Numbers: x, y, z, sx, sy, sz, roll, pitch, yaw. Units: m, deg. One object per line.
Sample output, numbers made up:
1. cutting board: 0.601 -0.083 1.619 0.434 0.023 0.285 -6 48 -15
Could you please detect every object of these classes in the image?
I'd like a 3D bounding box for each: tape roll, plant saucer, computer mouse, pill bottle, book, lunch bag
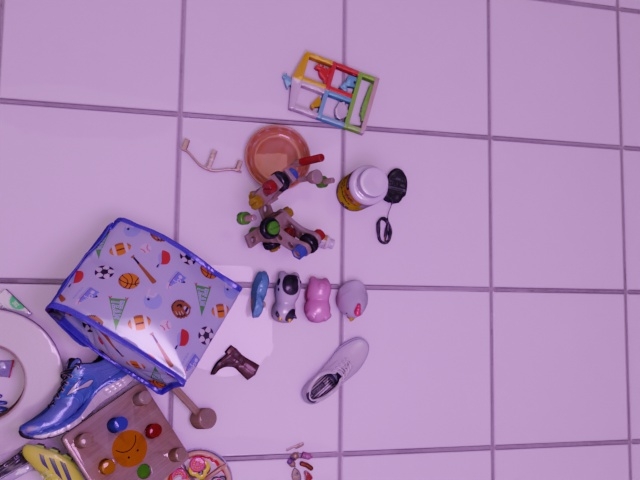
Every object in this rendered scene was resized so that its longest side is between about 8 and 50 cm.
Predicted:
1. tape roll: -0.873 0.366 1.707 0.392 0.072 0.391 1 88 -23
2. plant saucer: -0.130 -0.247 1.984 0.200 0.037 0.199 1 84 -13
3. computer mouse: 0.217 -0.107 2.059 0.071 0.041 0.241 15 89 -13
4. pill bottle: 0.126 -0.155 1.945 0.117 0.215 0.117 1 85 -13
5. pill bottle: 0.000 0.000 1.990 0.083 0.043 0.043 17 81 -12
6. book: -0.868 0.214 1.774 0.144 0.035 0.096 -45 100 -14
7. lunch bag: -0.465 0.163 1.730 0.386 0.239 0.327 37 54 -15

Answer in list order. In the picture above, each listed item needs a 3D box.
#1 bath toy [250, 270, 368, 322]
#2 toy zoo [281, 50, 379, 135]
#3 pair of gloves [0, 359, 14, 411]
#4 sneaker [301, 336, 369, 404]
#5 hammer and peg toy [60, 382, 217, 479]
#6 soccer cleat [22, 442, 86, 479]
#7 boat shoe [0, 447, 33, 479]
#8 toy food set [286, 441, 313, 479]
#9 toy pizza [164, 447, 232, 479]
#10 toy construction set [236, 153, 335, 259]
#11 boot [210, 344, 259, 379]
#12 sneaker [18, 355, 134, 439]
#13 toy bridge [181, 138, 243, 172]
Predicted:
1. bath toy: -0.025 0.181 1.927 0.349 0.129 0.151 5 118 -12
2. toy zoo: 0.022 -0.461 2.041 0.293 0.030 0.192 18 81 -12
3. pair of gloves: -0.907 0.392 1.751 0.159 0.023 0.198 8 83 -12
4. sneaker: 0.054 0.390 1.944 0.094 0.091 0.258 46 77 -6
5. hammer and peg toy: -0.479 0.520 1.776 0.361 0.127 0.265 -35 95 -40
6. soccer cleat: -0.666 0.636 1.730 0.289 0.093 0.121 41 60 -17
7. boat shoe: -0.861 0.612 1.716 0.229 0.080 0.076 -25 85 -15
8. toy food set: -0.055 0.660 1.932 0.078 0.019 0.122 -19 90 -14
9. toy pizza: -0.347 0.688 1.854 0.202 0.032 0.201 1 85 -13
10. toy construction set: -0.120 -0.101 1.878 0.257 0.237 0.308 43 61 -31
11. boot: -0.245 0.375 1.906 0.114 0.037 0.106 41 80 -12
12. sneaker: -0.646 0.387 1.719 0.330 0.130 0.147 -41 107 -40
13. toy bridge: -0.321 -0.236 1.943 0.188 0.026 0.063 22 83 -11
